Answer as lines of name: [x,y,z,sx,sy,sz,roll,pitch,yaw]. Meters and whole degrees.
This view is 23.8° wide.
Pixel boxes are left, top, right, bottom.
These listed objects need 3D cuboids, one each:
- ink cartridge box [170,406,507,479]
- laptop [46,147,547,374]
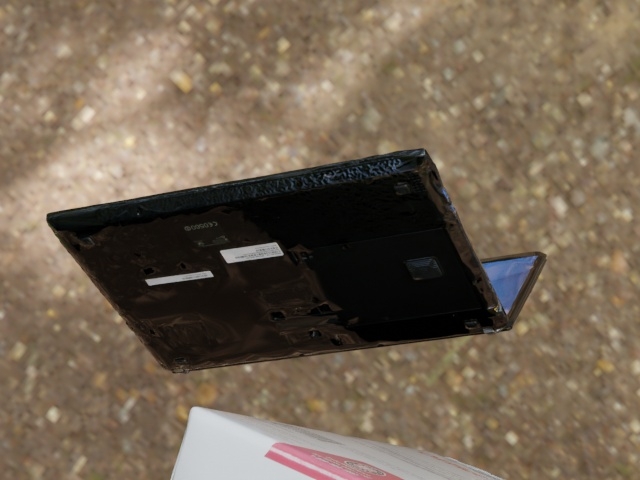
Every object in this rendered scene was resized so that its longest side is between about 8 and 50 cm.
ink cartridge box: [0.039,0.171,0.879,0.158,0.218,0.092,16,90,46]
laptop: [0.000,0.000,0.964,0.234,0.264,0.136,-10,50,20]
